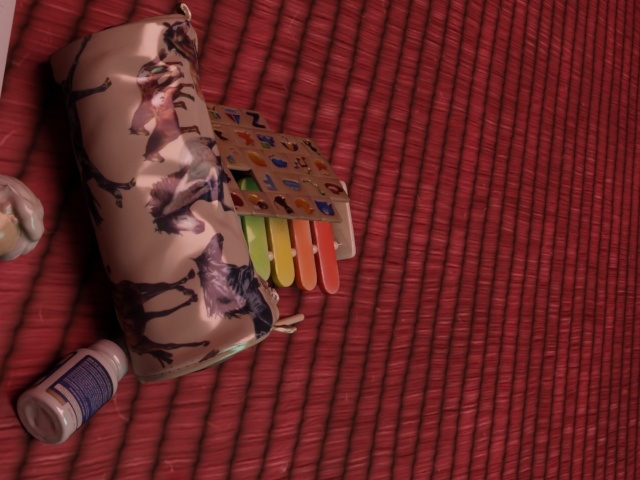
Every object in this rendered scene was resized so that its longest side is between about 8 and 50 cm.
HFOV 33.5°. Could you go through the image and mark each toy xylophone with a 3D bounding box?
[{"bbox_3d":[-0.066,0.013,1.432,0.323,0.081,0.236,-22,101,-55],"label":"toy xylophone"}]

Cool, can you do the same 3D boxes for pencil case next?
[{"bbox_3d":[-0.171,-0.058,1.194,0.183,0.160,0.410,-16,91,-26],"label":"pencil case"}]

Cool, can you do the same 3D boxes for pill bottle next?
[{"bbox_3d":[-0.259,0.157,1.129,0.120,0.067,0.067,-44,119,-50],"label":"pill bottle"}]

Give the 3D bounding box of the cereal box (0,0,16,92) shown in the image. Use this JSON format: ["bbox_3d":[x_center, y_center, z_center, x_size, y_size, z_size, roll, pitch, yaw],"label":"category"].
[{"bbox_3d":[-0.371,-0.207,0.995,0.173,0.047,0.240,28,60,-53],"label":"cereal box"}]

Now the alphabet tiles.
[{"bbox_3d":[-0.070,-0.102,1.391,0.237,0.009,0.198,4,47,-45],"label":"alphabet tiles"}]

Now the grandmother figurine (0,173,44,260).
[{"bbox_3d":[-0.375,0.026,0.968,0.342,0.104,0.208,-45,155,-54],"label":"grandmother figurine"}]
